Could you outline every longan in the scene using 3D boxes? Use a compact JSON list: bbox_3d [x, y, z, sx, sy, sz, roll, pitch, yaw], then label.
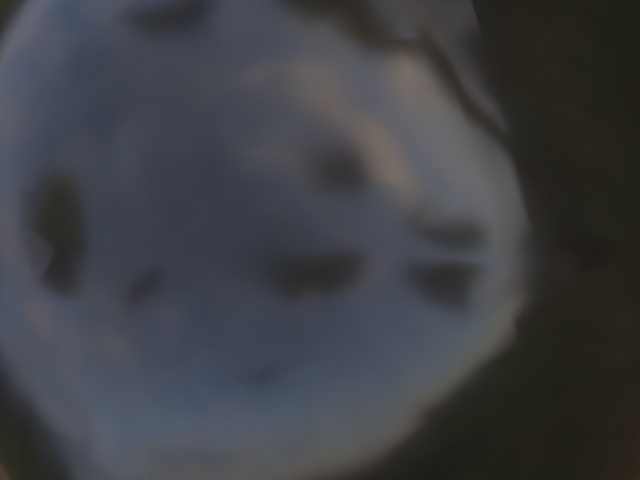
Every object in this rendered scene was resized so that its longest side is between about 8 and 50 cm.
[{"bbox_3d":[0.000,0.000,0.442,0.258,0.258,0.258,-26,46,30],"label":"longan"}]
